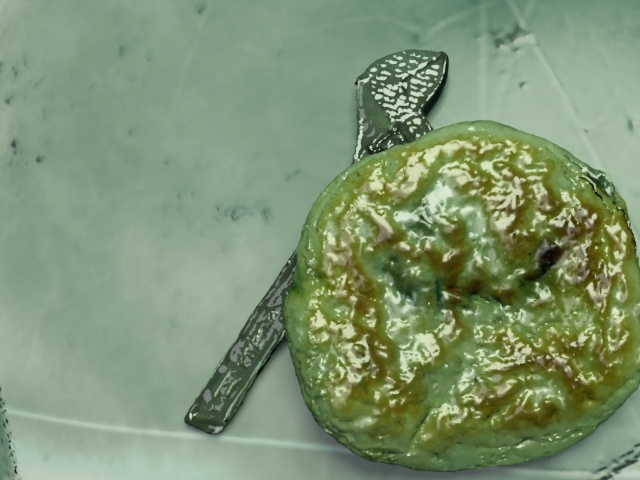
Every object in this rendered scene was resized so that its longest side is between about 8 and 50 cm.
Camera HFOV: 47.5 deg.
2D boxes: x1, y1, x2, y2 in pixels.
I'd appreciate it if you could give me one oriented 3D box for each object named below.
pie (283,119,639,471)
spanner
[{"bbox_3d":[0.094,0.038,0.467,0.240,0.054,0.241,0,84,3],"label":"pie"},{"bbox_3d":[0.000,0.000,0.522,0.093,0.026,0.325,34,89,16],"label":"spanner"}]
